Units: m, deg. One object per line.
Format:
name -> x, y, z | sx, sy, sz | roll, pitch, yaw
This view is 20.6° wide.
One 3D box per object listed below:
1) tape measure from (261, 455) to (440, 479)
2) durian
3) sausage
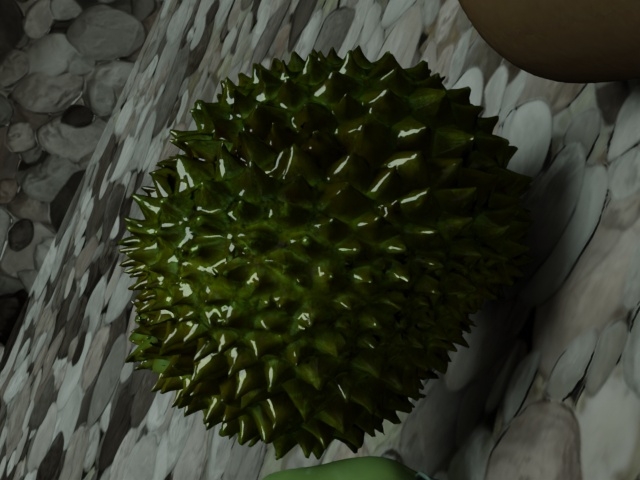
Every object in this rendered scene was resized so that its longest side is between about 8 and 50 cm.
tape measure -> 0.006, 0.191, 0.964 | 0.177, 0.087, 0.154 | -30, 30, 61
durian -> 0.003, -0.003, 0.963 | 0.237, 0.200, 0.176 | -41, -28, -21
sausage -> 0.156, -0.139, 0.849 | 0.123, 0.123, 0.253 | -70, 17, -4
